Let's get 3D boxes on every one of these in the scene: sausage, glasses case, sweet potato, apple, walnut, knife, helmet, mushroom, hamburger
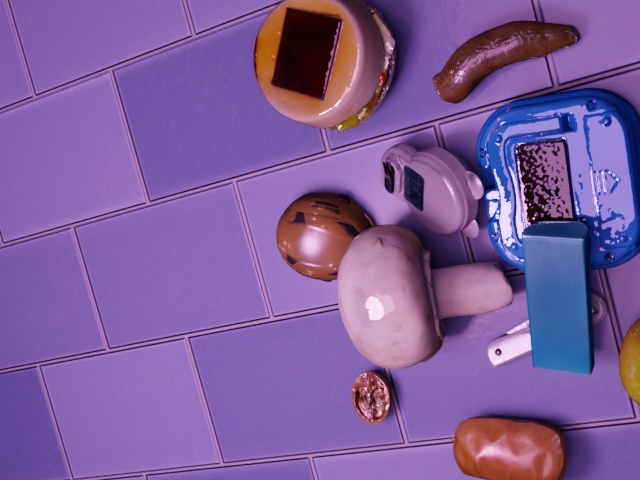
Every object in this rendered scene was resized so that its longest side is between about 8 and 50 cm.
[{"bbox_3d":[0.382,0.429,1.822,0.241,0.120,0.136,-2,85,26],"label":"sausage"},{"bbox_3d":[0.449,0.108,1.674,0.117,0.070,0.301,5,123,27],"label":"glasses case"},{"bbox_3d":[0.347,-0.356,1.711,0.285,0.085,0.112,-21,125,17],"label":"sweet potato"},{"bbox_3d":[0.637,0.226,1.624,0.195,0.196,0.196,5,103,24],"label":"apple"},{"bbox_3d":[0.118,0.340,1.967,0.091,0.052,0.121,3,100,26],"label":"walnut"},{"bbox_3d":[0.447,0.176,1.786,0.265,0.040,0.073,-33,81,27],"label":"knife"},{"bbox_3d":[0.000,0.000,1.913,0.224,0.130,0.199,20,111,20],"label":"helmet"},{"bbox_3d":[0.202,0.100,1.771,0.335,0.314,0.315,-12,96,1],"label":"mushroom"},{"bbox_3d":[0.007,-0.364,1.815,0.301,0.170,0.302,4,98,28],"label":"hamburger"}]

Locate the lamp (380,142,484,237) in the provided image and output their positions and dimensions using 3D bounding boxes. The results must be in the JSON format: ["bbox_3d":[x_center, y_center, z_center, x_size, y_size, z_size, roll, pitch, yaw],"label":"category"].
[{"bbox_3d":[0.228,-0.115,1.788,0.246,0.108,0.180,34,140,32],"label":"lamp"}]

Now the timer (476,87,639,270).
[{"bbox_3d":[0.455,-0.106,1.685,0.308,0.115,0.340,-6,99,29],"label":"timer"}]
